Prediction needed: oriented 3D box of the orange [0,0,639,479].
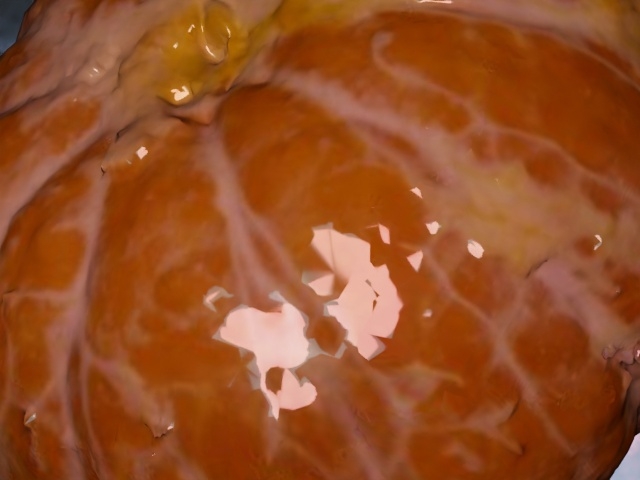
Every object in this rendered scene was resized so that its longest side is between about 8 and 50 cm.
[{"bbox_3d":[0.000,0.000,0.711,0.329,0.249,0.329,-22,46,25],"label":"orange"}]
